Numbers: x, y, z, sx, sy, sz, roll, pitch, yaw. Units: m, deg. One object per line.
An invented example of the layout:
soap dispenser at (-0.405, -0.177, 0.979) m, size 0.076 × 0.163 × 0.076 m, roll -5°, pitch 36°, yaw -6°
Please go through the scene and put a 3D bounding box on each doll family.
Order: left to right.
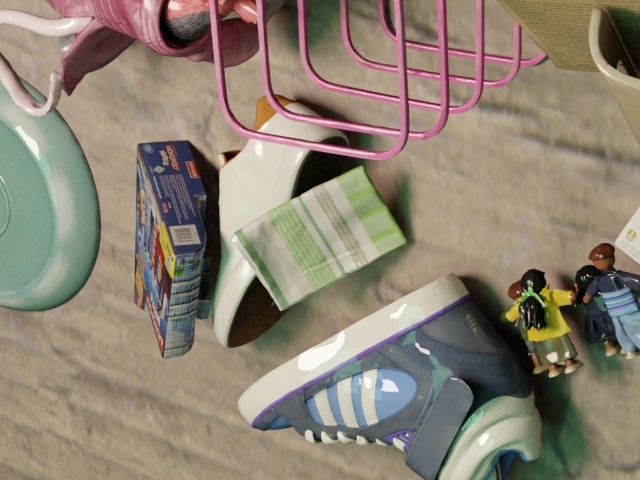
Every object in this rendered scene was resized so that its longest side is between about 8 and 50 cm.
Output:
doll family at (0.243, 0.064, 1.551) m, size 0.193 × 0.076 × 0.111 m, roll -18°, pitch 94°, yaw 34°

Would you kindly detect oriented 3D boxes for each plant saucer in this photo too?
plant saucer at (-0.401, -0.055, 1.976) m, size 0.317 × 0.043 × 0.318 m, roll 15°, pitch 117°, yaw 31°

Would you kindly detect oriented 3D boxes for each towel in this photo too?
towel at (0.000, 0.000, 1.648) m, size 0.152 × 0.023 × 0.113 m, roll -28°, pitch 127°, yaw 8°

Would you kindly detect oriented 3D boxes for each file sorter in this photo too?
file sorter at (0.061, -0.203, 1.422) m, size 0.202 × 0.290 × 0.182 m, roll 12°, pitch 119°, yaw 31°

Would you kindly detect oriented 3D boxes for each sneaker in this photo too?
sneaker at (-0.063, -0.024, 1.723) m, size 0.123 × 0.106 × 0.290 m, roll 43°, pitch 125°, yaw 31°
sneaker at (0.078, 0.198, 1.684) m, size 0.323 × 0.130 × 0.236 m, roll -33°, pitch 85°, yaw 34°

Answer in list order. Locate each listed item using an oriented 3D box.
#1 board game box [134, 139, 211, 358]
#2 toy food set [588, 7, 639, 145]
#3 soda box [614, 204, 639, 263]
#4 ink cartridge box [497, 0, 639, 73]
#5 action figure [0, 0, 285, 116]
board game box at (-0.160, 0.026, 1.778) m, size 0.194 × 0.060 × 0.194 m, roll -112°, pitch 24°, yaw -46°
toy food set at (0.375, -0.094, 1.307) m, size 0.306 × 0.220 × 0.092 m, roll 22°, pitch 82°, yaw 26°
soda box at (0.372, 0.032, 1.442) m, size 0.216 × 0.069 × 0.074 m, roll 39°, pitch 127°, yaw 15°
ink cartridge box at (0.271, -0.207, 1.327) m, size 0.234 × 0.193 × 0.088 m, roll 8°, pitch 74°, yaw 32°
action figure at (-0.185, -0.249, 1.571) m, size 0.248 × 0.276 × 0.370 m, roll 55°, pitch 167°, yaw -31°
